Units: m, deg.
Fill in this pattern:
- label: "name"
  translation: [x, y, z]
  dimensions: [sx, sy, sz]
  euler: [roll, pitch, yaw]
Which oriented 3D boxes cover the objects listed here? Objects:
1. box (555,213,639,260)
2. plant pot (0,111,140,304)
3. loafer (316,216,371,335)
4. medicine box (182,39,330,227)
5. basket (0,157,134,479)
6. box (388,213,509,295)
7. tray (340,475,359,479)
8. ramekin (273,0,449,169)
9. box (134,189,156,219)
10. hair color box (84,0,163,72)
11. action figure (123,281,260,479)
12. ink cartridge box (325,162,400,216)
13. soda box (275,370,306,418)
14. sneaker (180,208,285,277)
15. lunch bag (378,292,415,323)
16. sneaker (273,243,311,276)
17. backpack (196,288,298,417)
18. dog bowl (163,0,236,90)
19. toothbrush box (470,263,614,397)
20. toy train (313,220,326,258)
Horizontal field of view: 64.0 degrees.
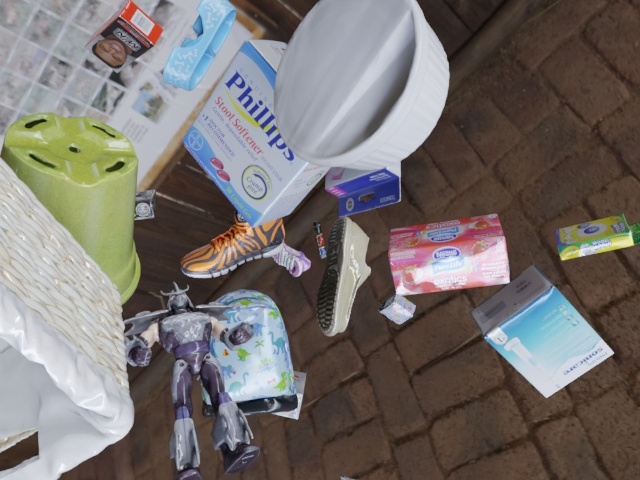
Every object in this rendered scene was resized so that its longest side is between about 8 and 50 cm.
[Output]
- label: "box"
  translation: [0.659, -0.010, 1.216]
  dimensions: [0.179, 0.043, 0.105]
  euler: [-14, 20, 26]
- label: "plant pot"
  translation: [-0.407, -0.051, 0.821]
  dimensions: [0.254, 0.276, 0.276]
  euler: [-61, 39, 33]
- label: "loafer"
  translation: [0.059, 0.080, 1.124]
  dimensions: [0.102, 0.092, 0.269]
  euler: [-24, 52, 61]
- label: "medicine box"
  translation: [-0.109, -0.223, 1.092]
  dimensions: [0.263, 0.149, 0.289]
  euler: [50, 125, 8]
- label: "basket"
  translation: [-0.423, 0.102, 0.540]
  dimensions: [0.328, 0.331, 0.266]
  euler: [-30, 34, 0]
- label: "box"
  translation: [0.293, 0.033, 1.185]
  dimensions: [0.256, 0.123, 0.128]
  euler: [-8, 24, 15]
- label: "tray"
  translation: [0.167, 0.822, 1.662]
  dimensions: [0.030, 0.145, 0.270]
  euler: [-62, 9, -27]
- label: "ramekin"
  translation: [0.065, -0.229, 0.762]
  dimensions: [0.272, 0.127, 0.273]
  euler: [-12, 72, 41]
- label: "box"
  translation: [-0.650, -0.112, 1.672]
  dimensions: [0.270, 0.216, 0.060]
  euler: [-139, 43, -71]
- label: "hair color box"
  translation: [-0.347, -0.355, 0.901]
  dimensions: [0.141, 0.072, 0.043]
  euler: [-9, 54, 44]
- label: "action figure"
  translation: [-0.170, 0.173, 0.699]
  dimensions: [0.099, 0.185, 0.285]
  euler: [105, 148, -51]
- label: "ink cartridge box"
  translation: [0.125, -0.260, 1.625]
  dimensions: [0.324, 0.071, 0.330]
  euler: [-13, 73, 57]
- label: "soda box"
  translation: [-0.111, 0.550, 1.860]
  dimensions: [0.286, 0.098, 0.091]
  euler: [77, -156, -89]
- label: "sneaker"
  translation: [-0.254, -0.019, 1.459]
  dimensions: [0.124, 0.321, 0.180]
  euler: [42, 143, 41]
- label: "lunch bag"
  translation: [0.210, 0.191, 1.420]
  dimensions: [0.083, 0.071, 0.053]
  euler: [-48, 9, 45]
- label: "sneaker"
  translation: [-0.129, 0.072, 2.294]
  dimensions: [0.236, 0.104, 0.095]
  euler: [39, 129, 37]
- label: "backpack"
  translation: [-0.210, 0.317, 1.471]
  dimensions: [0.273, 0.290, 0.356]
  euler: [115, 152, -73]
- label: "dog bowl"
  translation: [-0.337, -0.558, 1.452]
  dimensions: [0.297, 0.074, 0.166]
  euler: [-58, 7, 2]
- label: "toothbrush box"
  translation: [0.584, 0.243, 1.358]
  dimensions: [0.216, 0.295, 0.126]
  euler: [-43, 19, 16]
- label: "toy train"
  translation: [0.000, 0.000, 2.038]
  dimensions: [0.036, 0.027, 0.158]
  euler: [19, 124, 57]
